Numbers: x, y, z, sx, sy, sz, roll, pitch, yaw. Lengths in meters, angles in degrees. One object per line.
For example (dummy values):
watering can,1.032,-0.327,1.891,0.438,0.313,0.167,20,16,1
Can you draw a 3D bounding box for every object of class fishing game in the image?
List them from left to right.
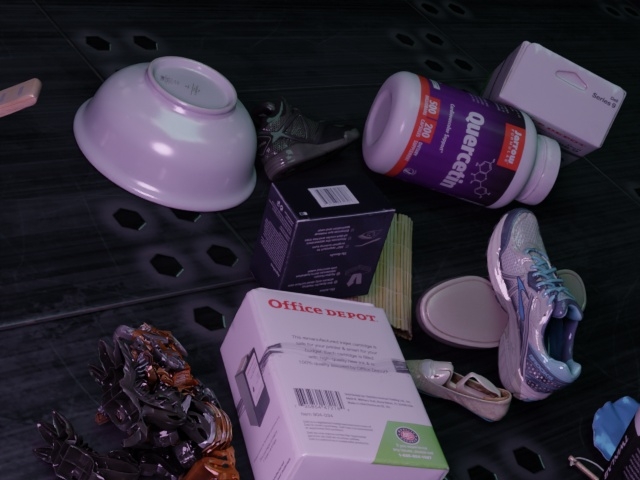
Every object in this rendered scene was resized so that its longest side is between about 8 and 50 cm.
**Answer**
fishing game,0.472,0.305,1.707,0.189,0.041,0.264,37,41,16

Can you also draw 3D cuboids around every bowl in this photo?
bowl,-0.214,-0.187,1.816,0.298,0.134,0.298,20,32,-13

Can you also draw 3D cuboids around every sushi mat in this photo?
sushi mat,0.074,0.026,1.830,0.151,0.019,0.316,20,33,-9

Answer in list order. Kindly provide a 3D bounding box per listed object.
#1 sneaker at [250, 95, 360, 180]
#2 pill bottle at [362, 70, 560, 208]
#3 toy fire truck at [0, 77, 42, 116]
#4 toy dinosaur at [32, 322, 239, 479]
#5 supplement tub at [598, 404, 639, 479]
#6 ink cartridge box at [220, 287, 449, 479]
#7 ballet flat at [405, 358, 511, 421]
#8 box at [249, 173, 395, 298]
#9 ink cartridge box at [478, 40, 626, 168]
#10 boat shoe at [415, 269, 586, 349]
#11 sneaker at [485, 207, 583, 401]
sneaker,-0.029,-0.184,1.965,0.227,0.087,0.130,-21,79,-45
pill bottle,0.247,-0.165,2.074,0.323,0.181,0.181,16,34,-16
toy fire truck,-0.423,-0.069,1.387,0.158,0.246,0.217,6,38,-29
toy dinosaur,-0.165,0.201,1.300,0.218,0.164,0.322,18,8,-44
supplement tub,0.440,0.295,1.398,0.207,0.338,0.207,16,28,-9
ink cartridge box,0.010,0.198,1.447,0.198,0.115,0.273,10,36,-26
ballet flat,0.185,0.193,1.641,0.168,0.052,0.057,23,32,-5
box,0.000,0.000,1.660,0.156,0.158,0.093,-7,41,-29
ink cartridge box,0.415,-0.247,2.233,0.211,0.121,0.289,26,-6,-1
boat shoe,0.260,0.107,1.804,0.335,0.095,0.112,-6,80,-36
sneaker,0.324,0.084,1.716,0.110,0.122,0.283,4,73,-33
